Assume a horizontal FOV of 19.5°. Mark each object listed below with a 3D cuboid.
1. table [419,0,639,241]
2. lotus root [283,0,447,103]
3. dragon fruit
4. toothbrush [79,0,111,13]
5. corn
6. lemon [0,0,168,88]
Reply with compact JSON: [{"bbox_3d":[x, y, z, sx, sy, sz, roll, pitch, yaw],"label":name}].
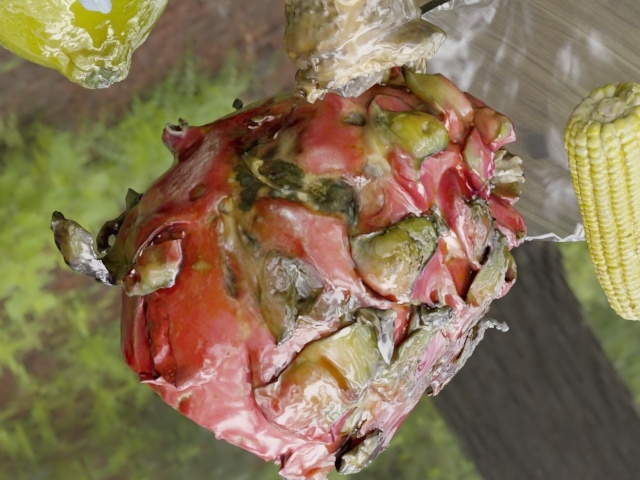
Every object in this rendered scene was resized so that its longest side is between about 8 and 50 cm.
[{"bbox_3d":[0.157,-0.201,1.546,0.317,0.249,0.317,-4,137,-4],"label":"table"},{"bbox_3d":[-0.014,-0.210,0.749,0.130,0.303,0.146,-19,-176,29],"label":"lotus root"},{"bbox_3d":[0.000,0.000,1.242,0.291,0.269,0.250,-58,171,4],"label":"dragon fruit"},{"bbox_3d":[-0.159,-0.177,1.110,0.019,0.013,0.193,6,165,12],"label":"toothbrush"},{"bbox_3d":[0.204,-0.023,1.234,0.063,0.085,0.165,-7,124,16],"label":"corn"},{"bbox_3d":[-0.190,-0.226,1.358,0.184,0.248,0.184,-24,174,-3],"label":"lemon"}]
